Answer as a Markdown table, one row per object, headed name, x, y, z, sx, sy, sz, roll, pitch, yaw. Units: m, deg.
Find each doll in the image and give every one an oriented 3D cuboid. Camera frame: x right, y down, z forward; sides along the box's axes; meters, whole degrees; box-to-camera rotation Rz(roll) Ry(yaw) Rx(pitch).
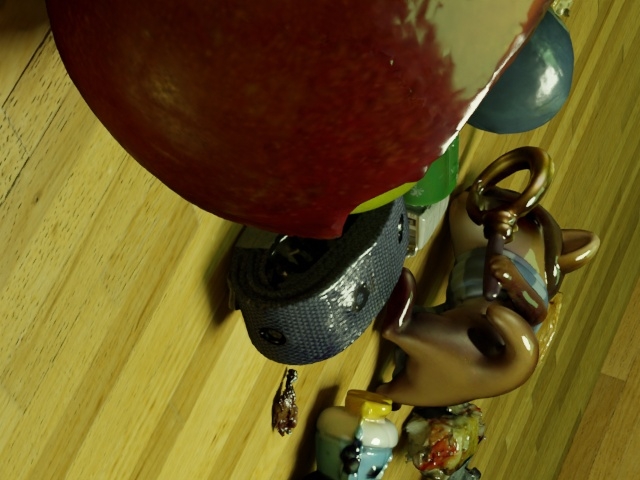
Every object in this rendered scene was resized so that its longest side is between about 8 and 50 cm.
| name | x | y | z | sx | sy | sz | roll | pitch | yaw |
| --- | --- | --- | --- | --- | --- | --- | --- | --- | --- |
| doll | 0.027 | 0.336 | 1.998 | 0.177 | 0.141 | 0.314 | -44 | 146 | -85 |
| doll | 0.132 | -0.215 | 1.586 | 0.154 | 0.258 | 0.228 | -52 | 178 | -9 |
| doll | 0.202 | 0.064 | 2.196 | 0.318 | 0.209 | 0.340 | -43 | -173 | 49 |

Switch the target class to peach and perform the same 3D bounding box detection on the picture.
| name | x | y | z | sx | sy | sz | roll | pitch | yaw |
| --- | --- | --- | --- | --- | --- | --- | --- | --- | --- |
| peach | -0.014 | -0.220 | 1.081 | 0.406 | 0.310 | 0.335 | -59 | -162 | -4 |

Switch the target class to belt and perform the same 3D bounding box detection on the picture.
| name | x | y | z | sx | sy | sz | roll | pitch | yaw |
| --- | --- | --- | --- | --- | --- | --- | --- | --- | --- |
| belt | 0.000 | 0.000 | 1.618 | 0.230 | 0.139 | 0.126 | -58 | 151 | -32 |

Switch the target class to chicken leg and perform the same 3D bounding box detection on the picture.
| name | x | y | z | sx | sy | sz | roll | pitch | yaw |
| --- | --- | --- | --- | --- | --- | --- | --- | --- | --- |
| chicken leg | -0.037 | 0.181 | 1.852 | 0.036 | 0.021 | 0.083 | -36 | 138 | -44 |

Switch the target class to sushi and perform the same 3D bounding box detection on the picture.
| name | x | y | z | sx | sy | sz | roll | pitch | yaw |
| --- | --- | --- | --- | --- | --- | --- | --- | --- | --- |
| sushi | 0.180 | 0.277 | 2.440 | 0.097 | 0.103 | 0.226 | -64 | 166 | 19 |

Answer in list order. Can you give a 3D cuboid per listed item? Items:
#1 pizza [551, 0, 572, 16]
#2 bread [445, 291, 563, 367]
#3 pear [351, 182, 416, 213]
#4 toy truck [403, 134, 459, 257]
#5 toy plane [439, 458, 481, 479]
| name | x | y | z | sx | sy | sz | roll | pitch | yaw |
| --- | --- | --- | --- | --- | --- | --- | --- | --- | --- |
| pizza | 0.194 | -0.377 | 1.692 | 0.087 | 0.258 | 0.268 | -3 | 117 | -22 |
| bread | 0.259 | 0.112 | 2.441 | 0.158 | 0.143 | 0.149 | 3 | 105 | -67 |
| pear | 0.010 | -0.127 | 1.506 | 0.216 | 0.166 | 0.180 | 45 | 77 | -24 |
| toy truck | 0.086 | -0.098 | 1.772 | 0.242 | 0.125 | 0.101 | 88 | 27 | -49 |
| toy plane | 0.196 | 0.406 | 2.622 | 0.192 | 0.088 | 0.262 | -51 | 153 | -48 |
